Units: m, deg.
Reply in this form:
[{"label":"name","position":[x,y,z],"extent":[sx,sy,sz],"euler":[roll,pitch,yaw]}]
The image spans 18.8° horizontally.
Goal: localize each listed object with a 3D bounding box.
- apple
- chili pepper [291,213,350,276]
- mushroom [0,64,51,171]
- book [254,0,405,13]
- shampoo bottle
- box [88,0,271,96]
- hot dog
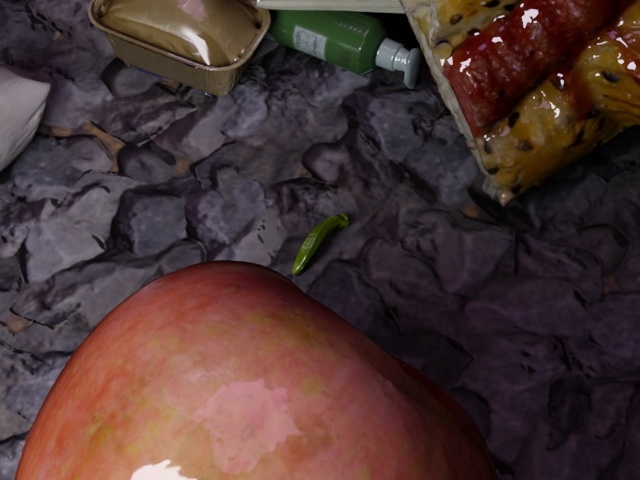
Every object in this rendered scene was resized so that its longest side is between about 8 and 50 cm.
[{"label":"apple","position":[-0.054,0.204,1.439],"extent":[0.364,0.364,0.364],"euler":[-1,53,1]},{"label":"chili pepper","position":[0.001,0.000,1.792],"extent":[0.017,0.030,0.083],"euler":[20,48,35]},{"label":"mushroom","position":[-0.344,-0.097,1.839],"extent":[0.212,0.088,0.097],"euler":[-39,51,-17]},{"label":"book","position":[0.046,-0.313,1.986],"extent":[0.215,0.025,0.282],"euler":[0,38,1]},{"label":"shampoo bottle","position":[0.008,-0.208,1.927],"extent":[0.204,0.065,0.065],"euler":[23,57,20]},{"label":"box","position":[-0.138,-0.212,1.909],"extent":[0.177,0.111,0.111],"euler":[20,56,17]},{"label":"hot dog","position":[0.257,-0.244,1.702],"extent":[0.365,0.367,0.196],"euler":[-27,35,1]}]
